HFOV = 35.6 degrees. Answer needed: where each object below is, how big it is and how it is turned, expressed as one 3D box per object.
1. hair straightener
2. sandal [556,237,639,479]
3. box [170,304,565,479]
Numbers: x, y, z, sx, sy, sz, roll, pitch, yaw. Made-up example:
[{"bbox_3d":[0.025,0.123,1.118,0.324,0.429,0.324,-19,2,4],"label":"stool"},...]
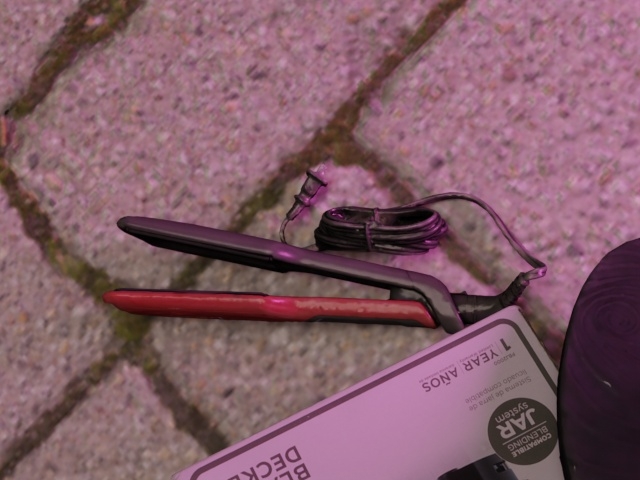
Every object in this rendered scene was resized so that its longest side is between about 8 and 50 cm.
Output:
[{"bbox_3d":[0.000,0.000,0.516,0.231,0.047,0.089,2,77,18],"label":"hair straightener"},{"bbox_3d":[0.191,0.151,0.269,0.168,0.107,0.445,-8,49,-3],"label":"sandal"},{"bbox_3d":[0.076,0.193,0.393,0.169,0.087,0.289,-26,68,-14],"label":"box"}]
